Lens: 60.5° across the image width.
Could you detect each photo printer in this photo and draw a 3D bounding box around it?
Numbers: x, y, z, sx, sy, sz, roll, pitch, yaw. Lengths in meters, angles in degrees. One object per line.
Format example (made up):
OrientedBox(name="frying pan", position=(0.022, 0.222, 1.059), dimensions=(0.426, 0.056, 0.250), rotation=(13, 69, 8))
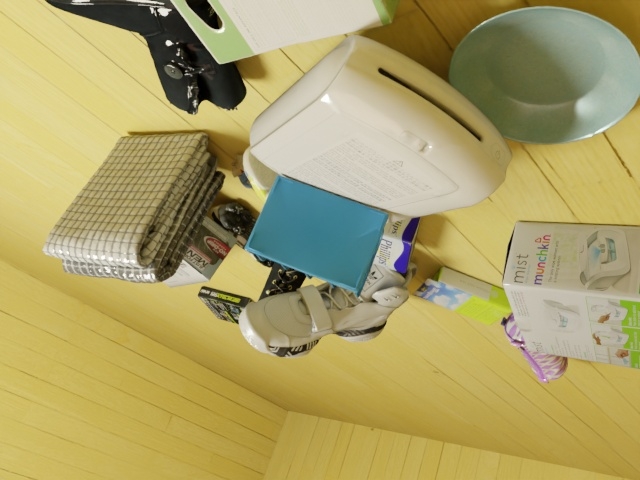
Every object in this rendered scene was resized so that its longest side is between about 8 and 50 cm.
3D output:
OrientedBox(name="photo printer", position=(0.067, -0.125, 0.707), dimensions=(0.256, 0.107, 0.307), rotation=(29, 164, -19))

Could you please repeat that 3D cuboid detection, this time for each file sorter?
OrientedBox(name="file sorter", position=(0.000, 0.000, 0.807), dimensions=(0.170, 0.118, 0.104), rotation=(20, 169, 12))

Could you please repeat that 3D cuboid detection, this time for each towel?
OrientedBox(name="towel", position=(-0.324, -0.060, 0.991), dimensions=(0.235, 0.283, 0.121), rotation=(3, 145, 29))

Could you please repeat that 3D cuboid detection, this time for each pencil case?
OrientedBox(name="pencil case", position=(0.459, 0.225, 1.163), dimensions=(0.086, 0.088, 0.206), rotation=(-1, 148, 43))

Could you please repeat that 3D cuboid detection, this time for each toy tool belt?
OrientedBox(name="toy tool belt", position=(-0.132, -0.115, 1.000), dimensions=(0.052, 0.051, 0.083), rotation=(6, 151, 31))

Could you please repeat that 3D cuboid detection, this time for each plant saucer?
OrientedBox(name="plant saucer", position=(0.239, -0.180, 0.593), dimensions=(0.195, 0.037, 0.195), rotation=(18, 154, 9))

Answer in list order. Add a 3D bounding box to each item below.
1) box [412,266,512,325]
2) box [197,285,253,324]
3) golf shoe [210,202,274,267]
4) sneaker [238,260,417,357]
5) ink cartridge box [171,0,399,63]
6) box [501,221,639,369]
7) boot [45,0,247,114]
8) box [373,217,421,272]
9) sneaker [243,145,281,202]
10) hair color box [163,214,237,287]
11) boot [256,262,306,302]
OrientedBox(name="box", position=(0.291, 0.112, 1.125), dimensions=(0.178, 0.042, 0.109), rotation=(22, 154, 1))
OrientedBox(name="box", position=(-0.289, 0.227, 1.815), dimensions=(0.184, 0.045, 0.190), rotation=(9, 151, 20))
OrientedBox(name="golf shoe", position=(-0.164, -0.016, 1.214), dimensions=(0.094, 0.077, 0.198), rotation=(12, 148, 45))
OrientedBox(name="sneaker", position=(0.028, 0.108, 1.068), dimensions=(0.366, 0.137, 0.210), rotation=(1, 137, -40))
OrientedBox(name="ink cartridge box", position=(-0.055, -0.286, 0.578), dimensions=(0.235, 0.056, 0.171), rotation=(0, 148, 31))
OrientedBox(name="box", position=(0.438, 0.096, 0.878), dimensions=(0.231, 0.126, 0.262), rotation=(4, 150, 34))
OrientedBox(name="boot", position=(-0.232, -0.265, 0.731), dimensions=(0.246, 0.094, 0.207), rotation=(10, 149, 11))
OrientedBox(name="box", position=(0.104, -0.014, 0.991), dimensions=(0.137, 0.072, 0.126), rotation=(16, 155, 11))
OrientedBox(name="sneaker", position=(-0.074, -0.075, 0.992), dimensions=(0.126, 0.091, 0.240), rotation=(3, 143, 51))
OrientedBox(name="hair color box", position=(-0.348, 0.006, 1.265), dimensions=(0.185, 0.113, 0.374), rotation=(40, 158, -18))
OrientedBox(name="boot", position=(-0.067, 0.070, 1.163), dimensions=(0.085, 0.178, 0.236), rotation=(25, 157, 0))
